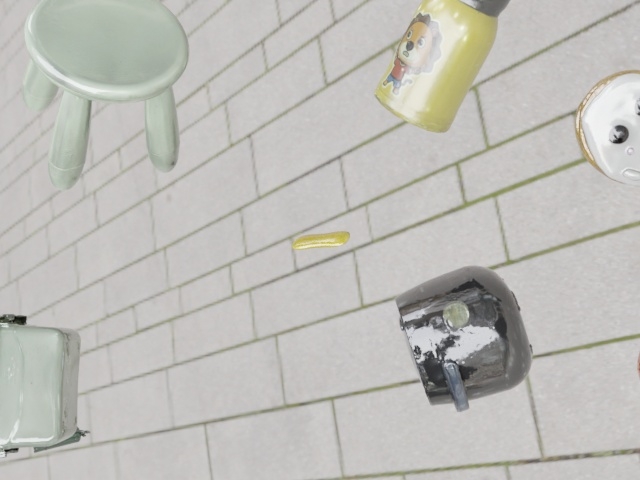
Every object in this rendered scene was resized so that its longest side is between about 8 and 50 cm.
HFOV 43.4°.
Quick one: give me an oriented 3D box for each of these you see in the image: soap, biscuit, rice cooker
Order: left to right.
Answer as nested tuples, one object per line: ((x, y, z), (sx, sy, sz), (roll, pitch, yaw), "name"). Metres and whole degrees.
((0.000, 0.000, 1.135), (0.089, 0.034, 0.012), (-6, 124, 26), "soap")
((0.277, 0.185, 1.551), (0.224, 0.267, 0.267), (-18, 69, 2), "rice cooker")
((0.513, -0.176, 1.286), (0.049, 0.208, 0.181), (-90, 25, -71), "biscuit")

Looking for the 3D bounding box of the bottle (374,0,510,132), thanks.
((0.250, -0.400, 1.558), (0.171, 0.171, 0.351), (45, 120, 40), "bottle")

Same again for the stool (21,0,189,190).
((-0.285, -0.200, 1.048), (0.195, 0.195, 0.199), (64, 148, 24), "stool")

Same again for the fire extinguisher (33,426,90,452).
((-0.378, 0.288, 1.178), (0.038, 0.083, 0.025), (129, 128, -60), "fire extinguisher")

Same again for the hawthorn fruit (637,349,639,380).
((0.548, 0.180, 1.084), (0.243, 0.207, 0.208), (-85, 10, -76), "hawthorn fruit")

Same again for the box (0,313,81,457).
((-0.353, 0.178, 0.997), (0.124, 0.092, 0.172), (117, 153, -83), "box")
